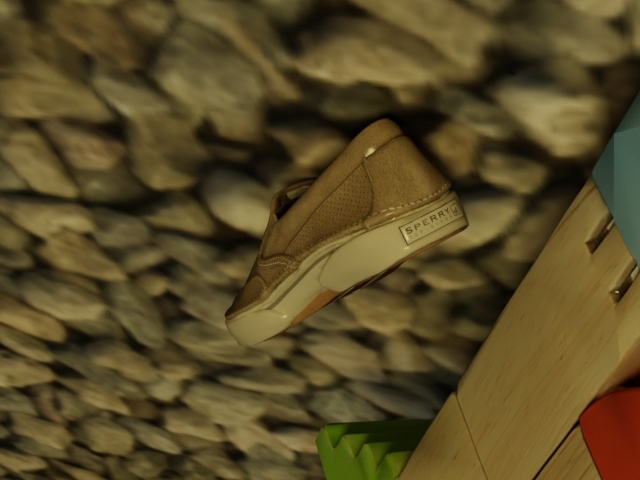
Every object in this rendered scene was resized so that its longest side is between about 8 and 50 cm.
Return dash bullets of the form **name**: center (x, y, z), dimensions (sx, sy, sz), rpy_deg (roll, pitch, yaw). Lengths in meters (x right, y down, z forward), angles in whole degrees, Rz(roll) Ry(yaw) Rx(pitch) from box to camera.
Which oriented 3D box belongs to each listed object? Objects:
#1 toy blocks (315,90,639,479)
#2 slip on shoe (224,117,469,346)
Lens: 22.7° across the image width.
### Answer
- **toy blocks**: center (0.131, 0.130, 0.394), dimensions (0.191, 0.381, 0.261), rpy_deg (2, 138, -25)
- **slip on shoe**: center (0.000, 0.000, 0.524), dimensions (0.041, 0.051, 0.135), rpy_deg (61, 154, 3)
